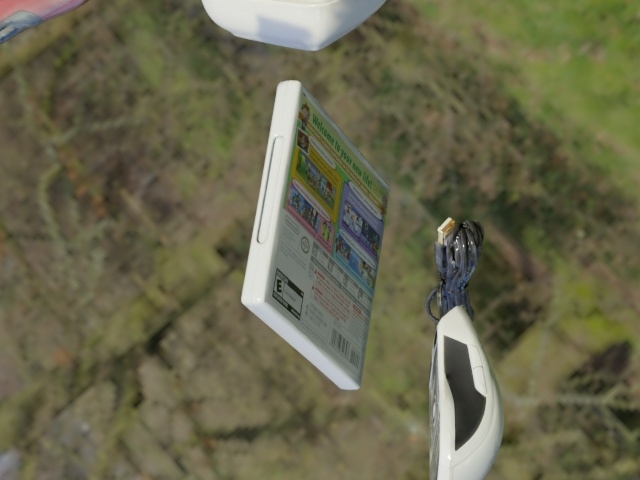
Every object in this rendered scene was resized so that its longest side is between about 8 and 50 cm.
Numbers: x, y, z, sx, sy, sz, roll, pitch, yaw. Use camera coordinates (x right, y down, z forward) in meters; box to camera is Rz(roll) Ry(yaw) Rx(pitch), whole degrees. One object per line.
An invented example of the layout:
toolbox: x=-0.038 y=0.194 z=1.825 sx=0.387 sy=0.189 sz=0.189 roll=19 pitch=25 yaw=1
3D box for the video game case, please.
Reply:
video game case: x=0.000 y=0.000 z=1.524 sx=0.023 sy=0.193 sz=0.212 roll=-1 pitch=157 yaw=24

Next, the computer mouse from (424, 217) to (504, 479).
computer mouse: x=0.089 y=0.081 z=1.121 sx=0.106 sy=0.042 sz=0.193 roll=96 pitch=177 yaw=-49

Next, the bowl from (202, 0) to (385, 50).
bowl: x=-0.017 y=-0.207 z=1.561 sx=0.142 sy=0.142 sz=0.053 roll=14 pitch=124 yaw=29

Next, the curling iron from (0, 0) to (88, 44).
curling iron: x=-0.091 y=-0.101 z=0.583 sx=0.274 sy=0.035 sz=0.068 roll=-20 pitch=97 yaw=36
